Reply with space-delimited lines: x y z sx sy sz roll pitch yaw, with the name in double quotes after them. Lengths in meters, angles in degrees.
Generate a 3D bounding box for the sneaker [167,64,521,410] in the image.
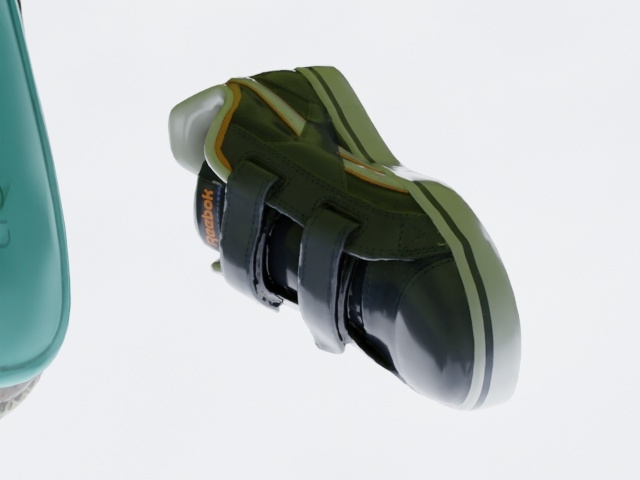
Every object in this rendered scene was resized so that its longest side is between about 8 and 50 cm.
0.000 0.000 0.851 0.127 0.126 0.321 -10 -146 -20 "sneaker"

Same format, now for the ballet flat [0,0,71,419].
-0.203 -0.157 0.584 0.182 0.483 0.164 -3 177 32 "ballet flat"
